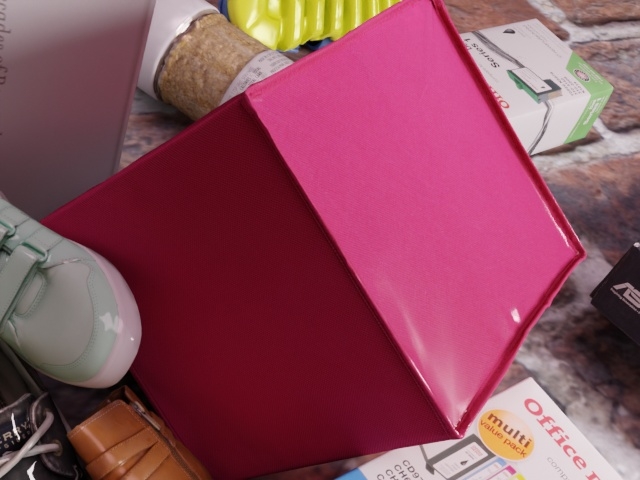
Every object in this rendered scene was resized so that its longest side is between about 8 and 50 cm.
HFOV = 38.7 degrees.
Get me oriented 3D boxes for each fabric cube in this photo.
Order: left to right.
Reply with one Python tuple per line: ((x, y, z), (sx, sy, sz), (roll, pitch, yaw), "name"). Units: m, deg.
((0.000, 0.000, 0.704), (0.259, 0.258, 0.254), (-39, 100, -47), "fabric cube")

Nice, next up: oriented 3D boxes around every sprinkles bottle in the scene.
((-0.043, -0.132, 0.980), (0.355, 0.121, 0.121), (35, 45, 12), "sprinkles bottle")

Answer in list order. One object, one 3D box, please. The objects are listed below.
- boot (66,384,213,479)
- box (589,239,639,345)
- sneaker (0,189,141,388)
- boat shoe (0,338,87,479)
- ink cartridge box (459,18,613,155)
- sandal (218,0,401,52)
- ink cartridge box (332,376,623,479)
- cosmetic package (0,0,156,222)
((-0.115, 0.183, 0.605), (0.073, 0.197, 0.152), (-34, 97, -2), "boot")
((0.510, 0.085, 0.985), (0.318, 0.097, 0.395), (46, 39, 21), "box")
((-0.242, 0.015, 0.602), (0.256, 0.094, 0.151), (34, 8, 27), "sneaker")
((-0.233, 0.154, 0.634), (0.121, 0.119, 0.335), (-27, 63, -38), "boat shoe")
((0.238, -0.191, 1.171), (0.219, 0.093, 0.160), (-19, 58, -36), "ink cartridge box")
((-0.002, -0.288, 1.154), (0.317, 0.126, 0.138), (1, 8, -36), "sandal")
((0.097, 0.241, 0.651), (0.232, 0.168, 0.171), (-18, 57, -35), "ink cartridge box")
((-0.397, -0.191, 0.746), (0.393, 0.327, 0.329), (-17, 57, -35), "cosmetic package")
